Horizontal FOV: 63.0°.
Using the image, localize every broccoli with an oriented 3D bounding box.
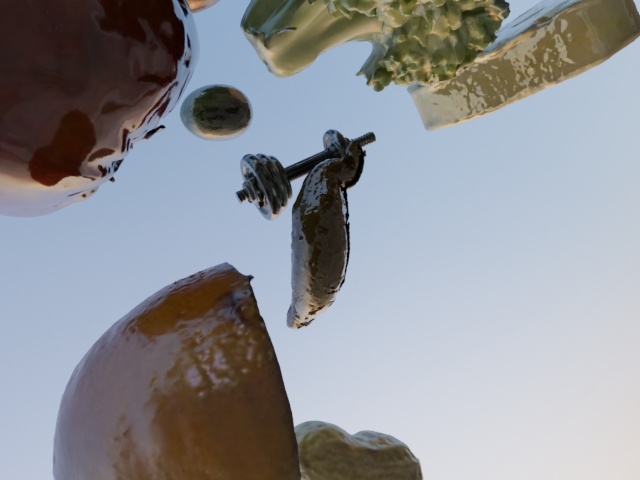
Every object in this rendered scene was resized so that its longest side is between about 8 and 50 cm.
[{"bbox_3d":[0.035,-0.300,0.565,0.280,0.293,0.348,-37,-22,2],"label":"broccoli"}]

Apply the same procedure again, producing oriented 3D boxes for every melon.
[{"bbox_3d":[-0.204,-0.258,1.062,0.167,0.114,0.114,-15,-66,-46],"label":"melon"}]

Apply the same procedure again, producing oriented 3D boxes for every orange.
[{"bbox_3d":[-0.103,0.176,0.469,0.274,0.274,0.310,21,-57,-44],"label":"orange"}]

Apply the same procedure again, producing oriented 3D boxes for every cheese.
[{"bbox_3d":[0.324,-0.311,0.913,0.384,0.384,0.104,-38,-75,-27],"label":"cheese"}]

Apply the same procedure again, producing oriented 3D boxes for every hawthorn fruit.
[{"bbox_3d":[-0.279,-0.191,0.473,0.308,0.308,0.325,-39,-86,-26],"label":"hawthorn fruit"}]

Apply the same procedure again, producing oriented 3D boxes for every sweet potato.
[{"bbox_3d":[0.000,-0.002,0.771,0.124,0.097,0.310,-31,-46,-83],"label":"sweet potato"}]

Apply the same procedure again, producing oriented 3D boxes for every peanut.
[{"bbox_3d":[0.064,0.422,0.981,0.305,0.147,0.147,21,-91,-30],"label":"peanut"}]

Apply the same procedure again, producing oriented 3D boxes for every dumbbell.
[{"bbox_3d":[-0.020,-0.120,0.836,0.254,0.110,0.110,-28,-58,-18],"label":"dumbbell"}]

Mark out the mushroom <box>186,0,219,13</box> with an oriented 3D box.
[{"bbox_3d":[-0.237,-0.514,0.885,0.146,0.278,0.278,36,-103,-79],"label":"mushroom"}]
